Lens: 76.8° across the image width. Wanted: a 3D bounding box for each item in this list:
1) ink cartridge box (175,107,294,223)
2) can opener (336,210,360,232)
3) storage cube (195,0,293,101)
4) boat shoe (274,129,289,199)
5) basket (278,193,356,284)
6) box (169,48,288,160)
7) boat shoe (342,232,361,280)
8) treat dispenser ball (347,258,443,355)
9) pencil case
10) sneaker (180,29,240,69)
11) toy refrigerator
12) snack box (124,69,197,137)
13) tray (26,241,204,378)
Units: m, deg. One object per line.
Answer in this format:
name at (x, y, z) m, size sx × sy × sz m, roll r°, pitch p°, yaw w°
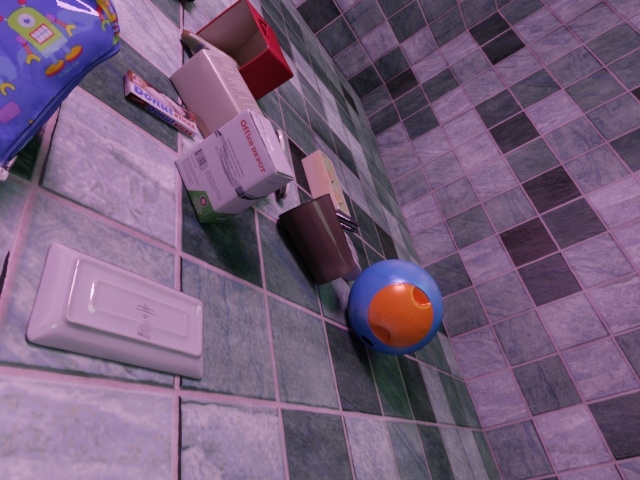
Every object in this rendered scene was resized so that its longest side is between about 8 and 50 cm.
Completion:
ink cartridge box at (-0.178, -0.148, 0.843) m, size 0.087 × 0.208 × 0.153 m, roll -1°, pitch 66°, yaw -66°
can opener at (0.047, -0.080, 1.360) m, size 0.186 × 0.059 × 0.073 m, roll 22°, pitch 33°, yaw 13°
storage cube at (-0.222, -0.562, 1.230) m, size 0.184 × 0.215 × 0.193 m, roll 66°, pitch 16°, yaw 9°
boat shoe at (-0.144, -0.229, 1.224) m, size 0.079 × 0.084 × 0.233 m, roll -4°, pitch 70°, yaw -25°
basket at (0.000, 0.000, 1.162) m, size 0.227 × 0.154 × 0.204 m, roll 66°, pitch 23°, yaw -2°
box at (-0.227, -0.307, 1.036) m, size 0.311 × 0.121 × 0.148 m, roll 61°, pitch 22°, yaw -5°
boat shoe at (0.061, 0.013, 1.353) m, size 0.268 × 0.096 × 0.088 m, roll 54°, pitch 19°, yaw -24°
treat dispenser ball at (0.225, 0.202, 1.235) m, size 0.288 × 0.288 × 0.288 m, roll 48°, pitch 26°, yaw -33°
pencil case at (-0.356, -0.190, 0.464) m, size 0.133 × 0.119 × 0.306 m, roll 35°, pitch 60°, yaw -24°
sneaker at (-0.322, -0.498, 1.116) m, size 0.192 × 0.086 × 0.064 m, roll 34°, pitch 2°, yaw 7°
toy refrigerator at (0.023, -0.197, 1.506) m, size 0.102 × 0.094 × 0.270 m, roll 28°, pitch 40°, yaw -55°
snack box at (-0.346, -0.295, 0.888) m, size 0.178 × 0.022 × 0.064 m, roll 27°, pitch 42°, yaw -56°
tray at (-0.266, 0.108, 0.594) m, size 0.270 × 0.030 × 0.145 m, roll 37°, pitch 34°, yaw -47°
